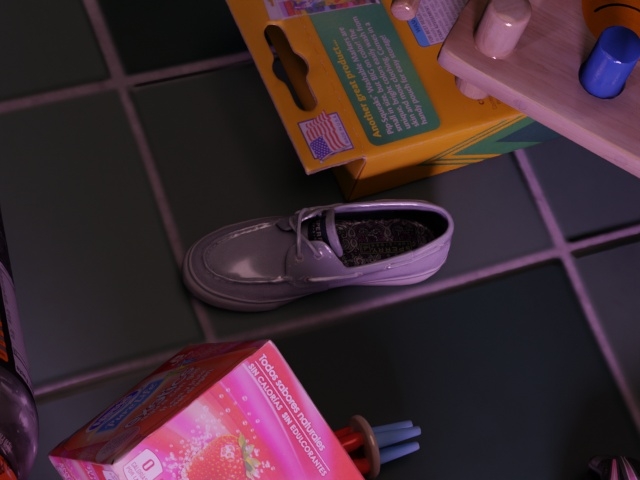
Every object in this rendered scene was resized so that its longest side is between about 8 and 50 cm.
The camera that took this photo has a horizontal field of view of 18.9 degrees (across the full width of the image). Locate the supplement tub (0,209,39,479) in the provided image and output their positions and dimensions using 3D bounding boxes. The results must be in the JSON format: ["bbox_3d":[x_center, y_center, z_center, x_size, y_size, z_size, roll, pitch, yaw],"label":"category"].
[{"bbox_3d":[-0.312,0.074,1.347,0.207,0.207,0.338,-5,47,-14],"label":"supplement tub"}]

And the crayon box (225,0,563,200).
[{"bbox_3d":[0.087,-0.164,1.669,0.323,0.083,0.203,-17,68,-20],"label":"crayon box"}]

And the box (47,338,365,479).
[{"bbox_3d":[-0.034,0.228,1.336,0.142,0.154,0.300,-38,101,-22],"label":"box"}]

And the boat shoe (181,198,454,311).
[{"bbox_3d":[0.001,0.001,1.566,0.227,0.081,0.079,-7,65,-16],"label":"boat shoe"}]

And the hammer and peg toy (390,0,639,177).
[{"bbox_3d":[0.208,-0.202,1.597,0.361,0.127,0.266,29,63,3],"label":"hammer and peg toy"}]

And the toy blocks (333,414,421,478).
[{"bbox_3d":[0.020,0.199,1.485,0.148,0.054,0.123,-14,66,-19],"label":"toy blocks"}]

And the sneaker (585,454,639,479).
[{"bbox_3d":[0.222,0.246,1.506,0.077,0.072,0.178,15,52,9],"label":"sneaker"}]
